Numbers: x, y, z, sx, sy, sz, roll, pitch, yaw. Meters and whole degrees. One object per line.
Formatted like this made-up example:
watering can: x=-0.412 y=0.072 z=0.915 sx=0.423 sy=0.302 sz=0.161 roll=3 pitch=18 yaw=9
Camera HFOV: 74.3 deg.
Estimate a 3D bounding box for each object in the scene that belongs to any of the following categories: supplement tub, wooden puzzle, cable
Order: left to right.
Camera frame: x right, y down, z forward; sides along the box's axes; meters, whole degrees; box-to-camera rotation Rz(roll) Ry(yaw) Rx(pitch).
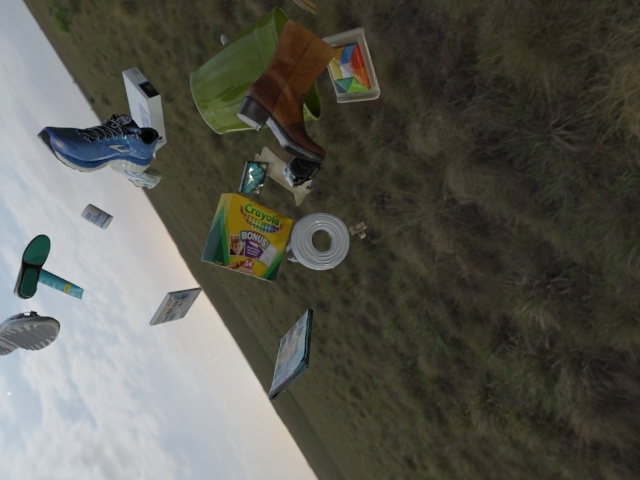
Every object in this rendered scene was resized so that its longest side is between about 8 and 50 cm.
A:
supplement tub: x=-0.945 y=-0.100 z=1.790 sx=0.107 sy=0.071 sz=0.071 roll=32 pitch=171 yaw=-18
cable: x=0.000 y=0.000 z=1.842 sx=0.257 sy=0.257 sz=0.089 roll=20 pitch=170 yaw=-8
wooden puzzle: x=0.100 y=-0.620 z=1.524 sx=0.221 sy=0.044 sz=0.239 roll=15 pitch=132 yaw=48

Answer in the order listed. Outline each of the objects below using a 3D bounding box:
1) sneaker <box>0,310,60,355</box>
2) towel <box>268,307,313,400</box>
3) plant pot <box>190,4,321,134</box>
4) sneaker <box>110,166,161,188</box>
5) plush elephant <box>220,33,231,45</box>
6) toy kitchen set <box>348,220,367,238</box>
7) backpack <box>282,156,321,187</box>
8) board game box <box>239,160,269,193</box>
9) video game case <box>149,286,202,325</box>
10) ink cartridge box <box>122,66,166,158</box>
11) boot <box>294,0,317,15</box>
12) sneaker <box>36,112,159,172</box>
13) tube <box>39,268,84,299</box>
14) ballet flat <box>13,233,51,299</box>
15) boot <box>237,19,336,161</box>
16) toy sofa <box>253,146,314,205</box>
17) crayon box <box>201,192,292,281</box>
sneaker: x=-0.819 y=0.235 z=1.169 sx=0.105 sy=0.281 sz=0.115 roll=58 pitch=-150 yaw=-37
towel: x=-0.127 y=0.494 z=1.873 sx=0.040 sy=0.271 sz=0.370 roll=33 pitch=-155 yaw=-14
plant pot: x=-0.227 y=-0.525 z=1.426 sx=0.366 sy=0.353 sz=0.366 roll=-17 pitch=-90 yaw=-74
sneaker: x=-0.672 y=-0.236 z=1.533 sx=0.085 sy=0.086 sz=0.237 roll=37 pitch=-174 yaw=15
plush elephant: x=-0.313 y=-0.732 z=1.735 sx=0.272 sy=0.330 sz=0.255 roll=-26 pitch=69 yaw=40
toy kitchen set: x=0.189 y=-0.047 z=2.027 sx=0.068 sy=0.083 sz=0.075 roll=62 pitch=178 yaw=6
backpack: x=-0.093 y=-0.308 z=1.860 sx=0.115 sy=0.152 sz=0.182 roll=59 pitch=160 yaw=2
board game box: x=-0.357 y=-0.338 z=2.269 sx=0.026 sy=0.126 sz=0.186 roll=54 pitch=134 yaw=40
video game case: x=-0.506 y=0.230 z=1.481 sx=0.019 sy=0.157 sz=0.143 roll=47 pitch=-156 yaw=22
ink cartridge box: x=-0.686 y=-0.492 z=1.667 sx=0.165 sy=0.065 sz=0.333 roll=48 pitch=150 yaw=12
boot: x=-0.039 y=-1.030 z=1.578 sx=0.236 sy=0.269 sz=0.089 roll=38 pitch=-159 yaw=-4
sneaker: x=-0.549 y=-0.265 z=1.077 sx=0.130 sy=0.147 sz=0.330 roll=44 pitch=-159 yaw=8
tube: x=-1.009 y=0.161 z=1.616 sx=0.207 sy=0.052 sz=0.080 roll=29 pitch=138 yaw=-14
ballet flat: x=-0.931 y=0.082 z=1.354 sx=0.068 sy=0.213 sz=0.072 roll=-2 pitch=163 yaw=34
boot: x=-0.041 y=-0.372 z=1.091 sx=0.264 sy=0.280 sz=0.096 roll=30 pitch=175 yaw=-16
toy sofa: x=-0.211 y=-0.370 z=2.397 sx=0.362 sy=0.177 sz=0.150 roll=34 pitch=-168 yaw=-2
crayon box: x=-0.321 y=-0.007 z=1.922 sx=0.106 sy=0.313 sz=0.363 roll=8 pitch=169 yaw=44
